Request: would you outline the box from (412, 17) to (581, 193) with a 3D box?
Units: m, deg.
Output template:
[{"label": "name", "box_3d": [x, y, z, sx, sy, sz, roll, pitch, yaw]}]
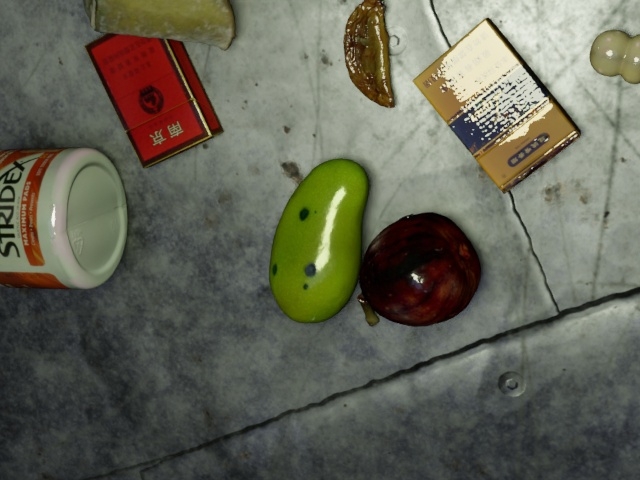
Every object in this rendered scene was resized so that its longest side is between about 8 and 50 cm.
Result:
[{"label": "box", "box_3d": [0.280, -0.214, 1.422, 0.152, 0.070, 0.237, -38, 90, 22]}]

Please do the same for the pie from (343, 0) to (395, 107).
[{"label": "pie", "box_3d": [0.078, -0.313, 1.472, 0.088, 0.033, 0.191, 3, 108, 32]}]

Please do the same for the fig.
[{"label": "fig", "box_3d": [0.130, 0.060, 1.476, 0.249, 0.204, 0.186, -17, 101, 30]}]

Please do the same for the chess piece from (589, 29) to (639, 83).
[{"label": "chess piece", "box_3d": [0.488, -0.265, 1.335, 0.170, 0.094, 0.094, 15, 109, 16]}]

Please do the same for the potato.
[{"label": "potato", "box_3d": [-0.255, -0.447, 1.430, 0.264, 0.211, 0.189, 3, 139, -27]}]

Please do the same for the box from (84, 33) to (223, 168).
[{"label": "box", "box_3d": [-0.292, -0.266, 1.574, 0.153, 0.074, 0.240, -22, 98, 17]}]

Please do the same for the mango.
[{"label": "mango", "box_3d": [0.000, 0.000, 1.517, 0.175, 0.143, 0.293, 28, 108, 44]}]

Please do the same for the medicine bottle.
[{"label": "medicine bottle", "box_3d": [-0.505, -0.039, 1.603, 0.241, 0.252, 0.252, 0, 105, 17]}]
